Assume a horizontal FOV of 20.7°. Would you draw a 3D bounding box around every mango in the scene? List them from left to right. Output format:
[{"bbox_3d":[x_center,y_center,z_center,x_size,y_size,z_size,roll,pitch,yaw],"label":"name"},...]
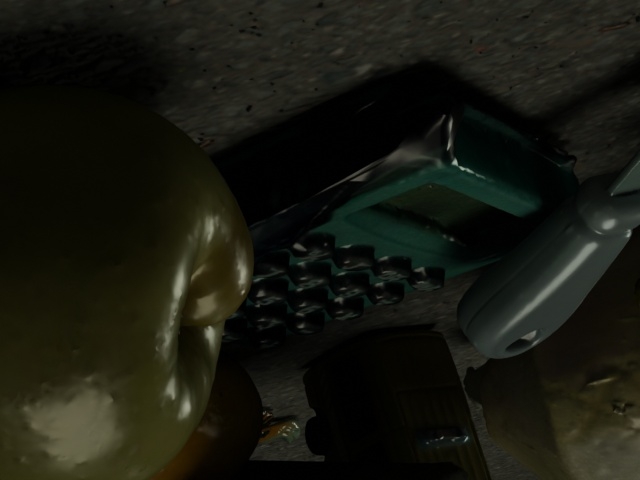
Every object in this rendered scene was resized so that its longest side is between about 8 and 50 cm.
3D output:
[{"bbox_3d":[-0.124,0.113,1.133,0.177,0.119,0.317,-4,179,5],"label":"mango"}]

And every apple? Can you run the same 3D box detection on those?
[{"bbox_3d":[-0.126,0.026,0.755,0.200,0.200,0.200,-14,164,-4],"label":"apple"}]

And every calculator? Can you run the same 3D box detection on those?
[{"bbox_3d":[0.000,0.000,1.000,0.274,0.058,0.248,-22,162,23],"label":"calculator"}]

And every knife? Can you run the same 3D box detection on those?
[{"bbox_3d":[0.185,-0.044,0.951,0.080,0.044,0.331,-5,145,-43],"label":"knife"}]

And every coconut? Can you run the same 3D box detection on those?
[{"bbox_3d":[0.218,0.081,1.219,0.237,0.197,0.237,-13,172,-2],"label":"coconut"}]

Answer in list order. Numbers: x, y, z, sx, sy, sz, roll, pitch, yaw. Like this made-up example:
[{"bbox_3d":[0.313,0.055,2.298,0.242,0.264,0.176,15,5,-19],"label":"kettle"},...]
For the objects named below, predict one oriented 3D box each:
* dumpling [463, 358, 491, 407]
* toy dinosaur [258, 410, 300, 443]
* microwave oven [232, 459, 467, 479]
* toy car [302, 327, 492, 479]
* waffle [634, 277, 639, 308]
[{"bbox_3d":[0.190,0.108,1.465,0.127,0.108,0.188,4,-166,38],"label":"dumpling"},{"bbox_3d":[-0.087,0.178,1.546,0.106,0.044,0.187,-34,146,14],"label":"toy dinosaur"},{"bbox_3d":[-0.136,0.289,1.221,0.432,0.236,0.374,-2,-179,23],"label":"microwave oven"},{"bbox_3d":[0.074,0.201,1.378,0.101,0.256,0.124,-2,155,-36],"label":"toy car"},{"bbox_3d":[0.295,-0.004,1.066,0.228,0.051,0.231,-48,131,1],"label":"waffle"}]
